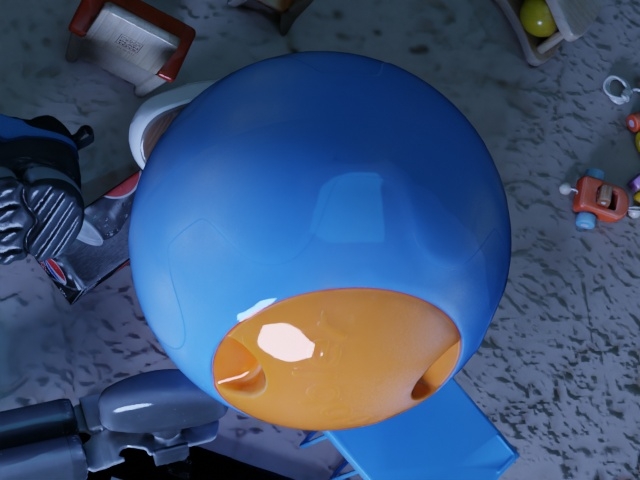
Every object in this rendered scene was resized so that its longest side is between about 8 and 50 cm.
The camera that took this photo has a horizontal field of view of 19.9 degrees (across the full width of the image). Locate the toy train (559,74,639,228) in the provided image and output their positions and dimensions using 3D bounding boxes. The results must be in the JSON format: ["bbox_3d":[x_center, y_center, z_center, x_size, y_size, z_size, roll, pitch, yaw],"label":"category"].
[{"bbox_3d":[0.304,-0.080,1.755,0.125,0.046,0.166,23,69,-14],"label":"toy train"}]

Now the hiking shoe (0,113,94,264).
[{"bbox_3d":[-0.342,-0.054,1.486,0.304,0.113,0.132,7,37,-9],"label":"hiking shoe"}]

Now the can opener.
[{"bbox_3d":[-0.213,0.150,1.451,0.280,0.093,0.074,-14,46,-10],"label":"can opener"}]

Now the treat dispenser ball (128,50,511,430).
[{"bbox_3d":[0.000,0.000,1.382,0.288,0.288,0.288,6,74,-20],"label":"treat dispenser ball"}]

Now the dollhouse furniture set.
[{"bbox_3d":[-0.122,-0.265,1.593,0.262,0.135,0.259,26,68,-12],"label":"dollhouse furniture set"}]

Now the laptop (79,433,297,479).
[{"bbox_3d":[-0.131,0.309,1.503,0.234,0.136,0.264,21,44,-15],"label":"laptop"}]

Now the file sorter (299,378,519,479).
[{"bbox_3d":[0.058,0.166,1.563,0.118,0.104,0.170,-42,92,-24],"label":"file sorter"}]

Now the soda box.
[{"bbox_3d":[-0.161,-0.020,1.558,0.169,0.053,0.060,-38,91,-26],"label":"soda box"}]

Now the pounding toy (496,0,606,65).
[{"bbox_3d":[0.184,-0.310,1.711,0.154,0.155,0.269,-28,87,-29],"label":"pounding toy"}]

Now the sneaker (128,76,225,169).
[{"bbox_3d":[-0.057,-0.100,1.576,0.290,0.123,0.106,-3,118,-39],"label":"sneaker"}]
